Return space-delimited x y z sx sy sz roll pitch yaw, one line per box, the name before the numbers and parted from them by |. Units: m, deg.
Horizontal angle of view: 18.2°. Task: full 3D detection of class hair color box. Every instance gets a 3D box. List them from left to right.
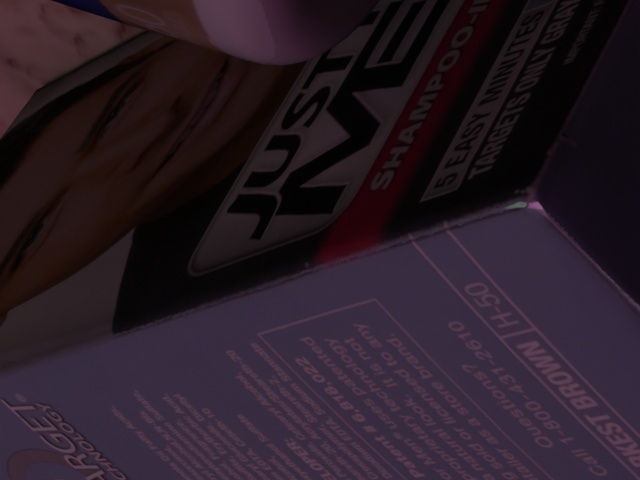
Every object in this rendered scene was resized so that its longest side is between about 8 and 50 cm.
hair color box | 0.000 0.000 0.621 0.113 0.185 0.374 44 144 -21

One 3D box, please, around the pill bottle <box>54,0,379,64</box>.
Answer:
pill bottle | -0.101 -0.153 0.530 0.265 0.153 0.153 19 145 18
